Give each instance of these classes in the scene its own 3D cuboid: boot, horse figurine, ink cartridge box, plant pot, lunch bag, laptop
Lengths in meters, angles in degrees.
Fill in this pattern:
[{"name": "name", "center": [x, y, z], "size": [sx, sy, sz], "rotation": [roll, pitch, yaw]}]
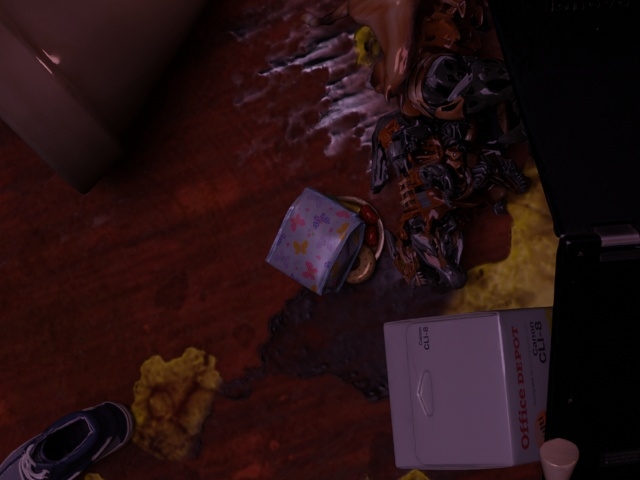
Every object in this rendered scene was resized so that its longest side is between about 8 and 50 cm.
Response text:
[{"name": "boot", "center": [-0.284, 0.224, 1.391], "size": [0.190, 0.086, 0.069], "rotation": [-37, 75, 15]}, {"name": "horse figurine", "center": [0.078, -0.265, 1.255], "size": [0.263, 0.066, 0.174], "rotation": [-59, 31, 3]}, {"name": "ink cartridge box", "center": [0.159, 0.124, 1.165], "size": [0.127, 0.176, 0.128], "rotation": [-10, 84, 44]}, {"name": "plant pot", "center": [-0.243, -0.256, 1.312], "size": [0.280, 0.323, 0.323], "rotation": [-45, 73, -4]}, {"name": "lunch bag", "center": [0.000, 0.000, 1.293], "size": [0.071, 0.053, 0.083], "rotation": [30, 107, 22]}, {"name": "laptop", "center": [0.337, -0.005, 1.112], "size": [0.382, 0.236, 0.408], "rotation": [-4, 113, -9]}]

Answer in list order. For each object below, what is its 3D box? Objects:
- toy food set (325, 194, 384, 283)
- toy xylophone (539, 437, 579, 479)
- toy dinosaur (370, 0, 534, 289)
[{"name": "toy food set", "center": [0.022, -0.003, 1.325], "size": [0.082, 0.020, 0.083], "rotation": [18, 93, 21]}, {"name": "toy xylophone", "center": [0.284, 0.228, 1.021], "size": [0.236, 0.081, 0.323], "rotation": [-13, 124, -4]}, {"name": "toy dinosaur", "center": [0.135, -0.118, 1.229], "size": [0.218, 0.164, 0.322], "rotation": [6, 111, 37]}]
